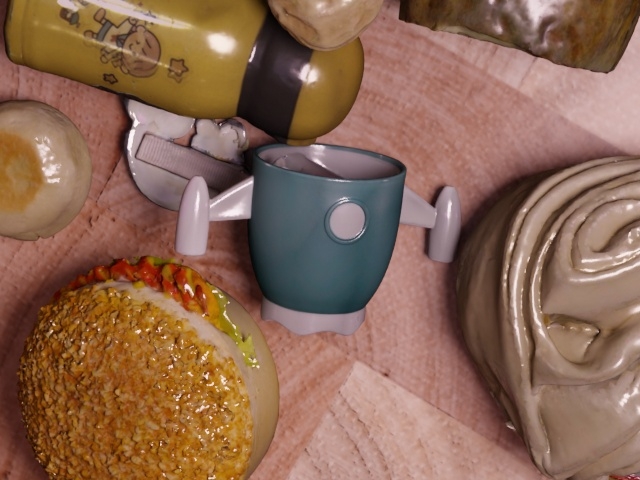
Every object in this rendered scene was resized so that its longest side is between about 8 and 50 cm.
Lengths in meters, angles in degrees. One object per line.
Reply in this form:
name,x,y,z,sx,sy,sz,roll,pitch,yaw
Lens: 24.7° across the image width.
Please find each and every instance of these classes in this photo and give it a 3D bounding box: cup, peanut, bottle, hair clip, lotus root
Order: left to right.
hair clip,-0.141,-0.086,1.553,0.172,0.049,0.116,22,95,9
bottle,-0.128,-0.205,1.473,0.351,0.171,0.172,20,99,1
cup,0.000,0.000,1.486,0.299,0.167,0.173,1,106,-16
peanut,0.029,-0.323,1.345,0.136,0.120,0.298,21,101,-13
lotus root,0.219,-0.338,1.375,0.250,0.250,0.346,13,94,8

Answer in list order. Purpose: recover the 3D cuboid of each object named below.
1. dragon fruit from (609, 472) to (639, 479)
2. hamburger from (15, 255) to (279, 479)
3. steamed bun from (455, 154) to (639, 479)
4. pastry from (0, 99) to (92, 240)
dragon fruit,0.328,0.220,1.503,0.056,0.060,0.083,24,71,8
hamburger,-0.183,0.161,1.501,0.276,0.179,0.294,-4,97,29
steamed bun,0.288,0.074,1.395,0.309,0.219,0.324,-14,80,7
pastry,-0.323,-0.075,1.563,0.156,0.092,0.156,3,104,10
